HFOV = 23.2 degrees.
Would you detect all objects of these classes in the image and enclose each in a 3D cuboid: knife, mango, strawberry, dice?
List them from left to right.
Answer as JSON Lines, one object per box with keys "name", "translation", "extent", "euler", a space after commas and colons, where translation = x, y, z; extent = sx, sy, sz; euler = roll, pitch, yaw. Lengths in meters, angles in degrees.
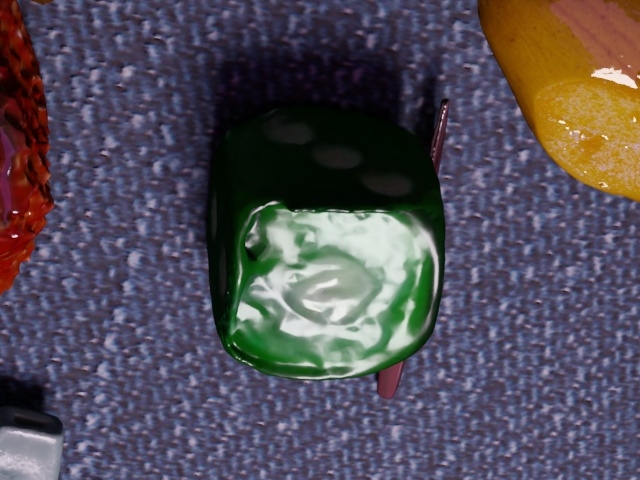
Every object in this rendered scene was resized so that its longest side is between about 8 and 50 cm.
{"name": "strawberry", "translation": [-0.211, -0.066, 0.873], "extent": [0.175, 0.106, 0.236], "euler": [38, 114, 10]}
{"name": "dice", "translation": [0.000, 0.000, 0.940], "extent": [0.128, 0.120, 0.131], "euler": [-2, 126, -11]}
{"name": "knife", "translation": [0.062, 0.010, 1.009], "extent": [0.018, 0.035, 0.247], "euler": [18, 128, 11]}
{"name": "mango", "translation": [0.175, -0.112, 0.913], "extent": [0.217, 0.102, 0.141], "euler": [36, 134, -26]}

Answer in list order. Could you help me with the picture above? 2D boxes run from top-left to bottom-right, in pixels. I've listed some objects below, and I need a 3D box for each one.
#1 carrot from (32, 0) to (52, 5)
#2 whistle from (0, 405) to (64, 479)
{"name": "carrot", "translation": [-0.157, -0.213, 0.809], "extent": [0.061, 0.061, 0.210], "euler": [-8, 130, -6]}
{"name": "whistle", "translation": [-0.247, 0.225, 1.066], "extent": [0.186, 0.093, 0.274], "euler": [19, 115, -22]}
